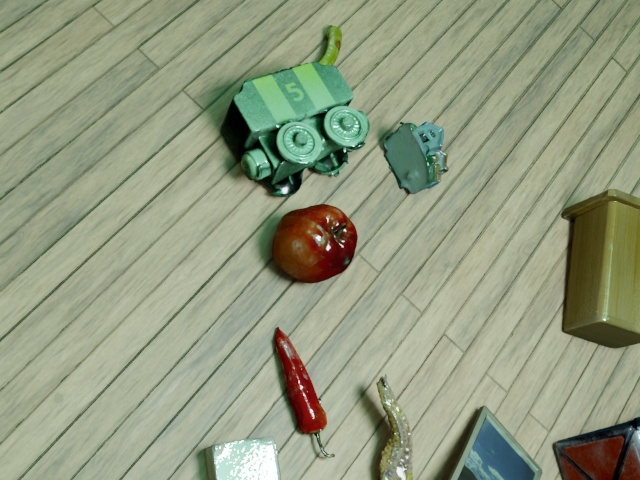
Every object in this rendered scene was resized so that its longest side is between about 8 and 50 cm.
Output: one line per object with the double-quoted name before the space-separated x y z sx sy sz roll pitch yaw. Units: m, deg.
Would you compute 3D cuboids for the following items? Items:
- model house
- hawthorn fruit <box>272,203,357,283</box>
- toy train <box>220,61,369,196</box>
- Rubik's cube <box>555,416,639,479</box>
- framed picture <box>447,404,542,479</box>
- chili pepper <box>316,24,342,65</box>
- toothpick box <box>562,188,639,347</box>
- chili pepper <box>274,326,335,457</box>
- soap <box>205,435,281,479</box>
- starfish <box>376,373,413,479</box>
"model house" 0.238 -0.196 1.806 0.148 0.119 0.148 -25 81 -36
"hawthorn fruit" 0.000 0.000 1.580 0.157 0.194 0.157 11 70 -30
"toy train" -0.046 -0.236 1.671 0.299 0.167 0.238 -24 75 -29
"Rubik's cube" 0.671 0.486 1.643 0.260 0.259 0.255 -4 73 -28
"framed picture" 0.337 0.469 1.584 0.189 0.023 0.260 49 40 -4
"chili pepper" 0.008 -0.406 1.825 0.049 0.043 0.208 36 61 -21
"toothpick box" 0.663 0.070 1.845 0.187 0.190 0.308 19 69 -16
"chili pepper" -0.033 0.285 1.538 0.059 0.050 0.268 -18 77 -11
"soap" -0.128 0.443 1.429 0.121 0.064 0.183 -2 71 -23
"starfish" 0.191 0.516 1.502 0.384 0.132 0.398 35 46 -17
